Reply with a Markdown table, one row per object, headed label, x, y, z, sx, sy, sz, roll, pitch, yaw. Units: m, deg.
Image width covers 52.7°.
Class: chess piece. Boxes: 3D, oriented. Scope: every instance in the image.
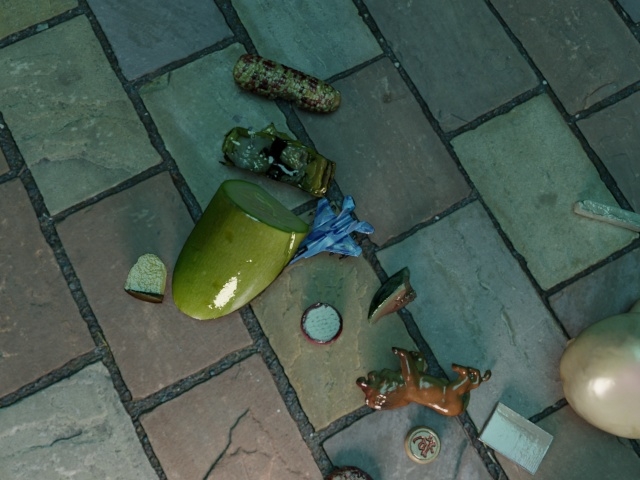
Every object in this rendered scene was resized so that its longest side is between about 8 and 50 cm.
| label | x | y | z | sx | sy | sz | roll | pitch | yaw |
| --- | --- | --- | --- | --- | --- | --- | --- | --- | --- |
| chess piece | 0.235 | 0.469 | 1.486 | 0.084 | 0.038 | 0.083 | 1 | 76 | -5 |

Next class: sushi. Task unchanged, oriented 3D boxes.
| label | x | y | z | sx | sy | sz | roll | pitch | yaw |
| --- | --- | --- | --- | --- | --- | --- | --- | --- | --- |
| sushi | -0.102 | -0.207 | 1.587 | 0.291 | 0.131 | 0.139 | 21 | 103 | 12 |

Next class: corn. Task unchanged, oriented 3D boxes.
| label | x | y | z | sx | sy | sz | roll | pitch | yaw |
| --- | --- | --- | --- | --- | --- | --- | --- | --- | --- |
| corn | -0.086 | -0.399 | 1.668 | 0.290 | 0.098 | 0.098 | 21 | 75 | -2 |

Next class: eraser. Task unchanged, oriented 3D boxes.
| label | x | y | z | sx | sy | sz | roll | pitch | yaw |
| --- | --- | --- | --- | --- | --- | --- | --- | --- | --- |
| eraser | 0.455 | 0.459 | 1.508 | 0.150 | 0.023 | 0.103 | 33 | 76 | 5 |

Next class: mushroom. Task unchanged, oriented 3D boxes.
| label | x | y | z | sx | sy | sz | roll | pitch | yaw |
| --- | --- | --- | --- | --- | --- | --- | --- | --- | --- |
| mushroom | 0.726 | 0.289 | 1.434 | 0.356 | 0.315 | 0.314 | -21 | 78 | -9 |

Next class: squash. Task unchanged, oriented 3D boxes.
| label | x | y | z | sx | sy | sz | roll | pitch | yaw |
| --- | --- | --- | --- | --- | --- | --- | --- | --- | --- |
| squash | -0.213 | 0.043 | 1.538 | 0.234 | 0.210 | 0.308 | 38 | 111 | 19 |

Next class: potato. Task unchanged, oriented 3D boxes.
| label | x | y | z | sx | sy | sz | roll | pitch | yaw |
| --- | --- | --- | --- | --- | --- | --- | --- | --- | --- |
| potato | -0.407 | 0.089 | 1.537 | 0.096 | 0.066 | 0.103 | 20 | 70 | -13 |

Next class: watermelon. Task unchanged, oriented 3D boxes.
| label | x | y | z | sx | sy | sz | roll | pitch | yaw |
| --- | --- | --- | --- | --- | --- | --- | --- | --- | --- |
| watermelon | 0.171 | 0.137 | 1.553 | 0.155 | 0.101 | 0.080 | -32 | 91 | -1 |

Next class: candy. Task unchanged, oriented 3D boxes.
| label | x | y | z | sx | sy | sz | roll | pitch | yaw |
| --- | --- | --- | --- | --- | --- | --- | --- | --- | --- |
| candy | 0.003 | 0.199 | 1.541 | 0.103 | 0.043 | 0.103 | 1 | 76 | -3 |

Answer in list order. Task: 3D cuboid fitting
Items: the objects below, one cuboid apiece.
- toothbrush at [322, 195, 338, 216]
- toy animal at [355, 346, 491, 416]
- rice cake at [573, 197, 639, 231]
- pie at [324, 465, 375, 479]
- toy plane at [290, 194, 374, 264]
| label | x | y | z | sx | sy | sz | roll | pitch | yaw |
| --- | --- | --- | --- | --- | --- | --- | --- | --- | --- |
| toothbrush | 0.012 | -0.098 | 1.628 | 0.028 | 0.026 | 0.294 | -29 | 79 | 6 |
| toy animal | 0.240 | 0.341 | 1.502 | 0.313 | 0.097 | 0.157 | 16 | 87 | -1 |
| rice cake | 0.769 | -0.058 | 1.649 | 0.246 | 0.045 | 0.042 | 16 | 78 | 1 |
| pie | 0.065 | 0.586 | 1.447 | 0.155 | 0.036 | 0.154 | 1 | 74 | -3 |
| toy plane | 0.001 | 0.001 | 1.569 | 0.246 | 0.078 | 0.169 | -37 | 77 | 8 |
